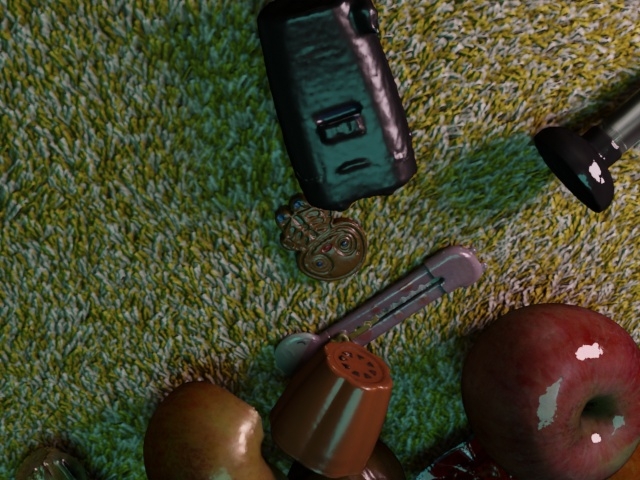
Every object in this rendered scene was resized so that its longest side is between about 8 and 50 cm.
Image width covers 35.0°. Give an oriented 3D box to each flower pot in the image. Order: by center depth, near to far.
[{"bbox_3d":[0.031,0.272,1.698,0.190,0.191,0.173,21,115,-18],"label":"flower pot"}]

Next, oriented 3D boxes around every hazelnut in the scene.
[{"bbox_3d":[0.043,0.446,1.820,0.210,0.186,0.210,-1,92,-26],"label":"hazelnut"}]

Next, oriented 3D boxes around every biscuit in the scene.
[{"bbox_3d":[0.000,0.000,1.658,0.124,0.026,0.175,-41,116,14],"label":"biscuit"}]

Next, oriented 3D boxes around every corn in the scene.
[{"bbox_3d":[-0.437,0.496,1.821,0.123,0.122,0.305,-17,121,24],"label":"corn"}]

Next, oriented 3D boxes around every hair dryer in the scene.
[{"bbox_3d":[0.538,-0.127,1.591,0.320,0.156,0.284,-31,108,1],"label":"hair dryer"}]

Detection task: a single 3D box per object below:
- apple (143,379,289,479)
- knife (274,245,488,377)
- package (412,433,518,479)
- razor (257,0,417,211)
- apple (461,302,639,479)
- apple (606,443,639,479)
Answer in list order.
[{"bbox_3d":[-0.196,0.398,1.715,0.251,0.163,0.293,-5,117,41],"label":"apple"},{"bbox_3d":[0.102,0.129,1.736,0.398,0.038,0.132,-35,121,11],"label":"knife"},{"bbox_3d":[0.266,0.462,1.898,0.269,0.071,0.194,-29,124,-6],"label":"package"},{"bbox_3d":[0.026,-0.208,1.498,0.189,0.107,0.327,-16,119,2],"label":"razor"},{"bbox_3d":[0.392,0.256,1.730,0.344,0.269,0.345,-8,109,-22],"label":"apple"},{"bbox_3d":[0.558,0.480,1.872,0.277,0.309,0.250,-9,81,-37],"label":"apple"}]
